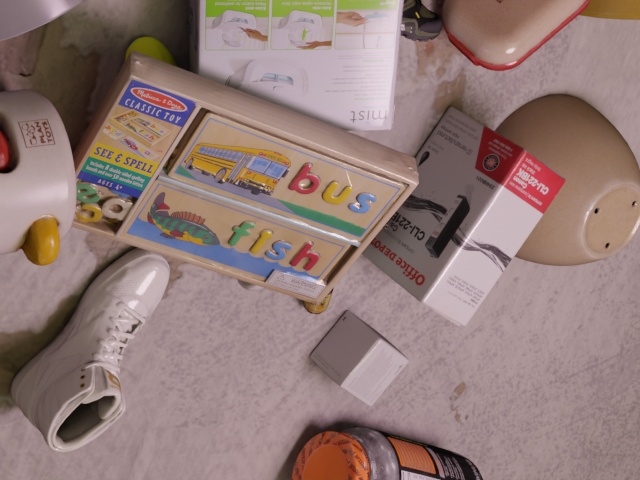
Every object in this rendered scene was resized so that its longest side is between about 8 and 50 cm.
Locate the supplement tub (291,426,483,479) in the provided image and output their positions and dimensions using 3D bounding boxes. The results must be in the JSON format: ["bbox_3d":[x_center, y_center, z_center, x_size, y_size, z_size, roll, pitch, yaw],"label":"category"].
[{"bbox_3d":[0.115,0.423,2.146,0.316,0.193,0.193,22,102,-39],"label":"supplement tub"}]

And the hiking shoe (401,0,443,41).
[{"bbox_3d":[0.101,-0.355,1.763,0.227,0.086,0.114,21,106,-39],"label":"hiking shoe"}]

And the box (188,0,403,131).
[{"bbox_3d":[-0.035,-0.262,1.649,0.262,0.126,0.231,-3,119,-12],"label":"box"}]

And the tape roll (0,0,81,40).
[{"bbox_3d":[-0.344,-0.304,1.403,0.219,0.219,0.072,-33,129,-14],"label":"tape roll"}]

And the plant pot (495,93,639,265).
[{"bbox_3d":[0.410,-0.071,2.066,0.284,0.191,0.284,-16,123,-26],"label":"plant pot"}]

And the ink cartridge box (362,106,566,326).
[{"bbox_3d":[0.207,-0.037,1.943,0.114,0.197,0.272,28,97,-39],"label":"ink cartridge box"}]

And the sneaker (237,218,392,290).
[{"bbox_3d":[0.001,0.000,1.894,0.256,0.094,0.151,-47,134,-1],"label":"sneaker"}]

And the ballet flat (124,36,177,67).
[{"bbox_3d":[-0.200,-0.153,1.680,0.077,0.077,0.231,-21,125,-22],"label":"ballet flat"}]

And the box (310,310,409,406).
[{"bbox_3d":[0.062,0.187,2.036,0.102,0.101,0.087,-50,131,0],"label":"box"}]

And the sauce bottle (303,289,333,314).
[{"bbox_3d":[-0.001,0.070,1.929,0.042,0.042,0.128,-27,158,-19],"label":"sauce bottle"}]

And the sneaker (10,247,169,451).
[{"bbox_3d":[-0.283,0.155,1.742,0.292,0.169,0.108,-50,130,-1],"label":"sneaker"}]

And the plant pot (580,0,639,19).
[{"bbox_3d":[0.492,-0.441,1.912,0.212,0.187,0.212,-22,126,-22],"label":"plant pot"}]

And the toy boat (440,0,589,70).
[{"bbox_3d":[0.291,-0.337,1.890,0.231,0.151,0.151,-40,161,-8],"label":"toy boat"}]

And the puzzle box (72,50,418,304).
[{"bbox_3d":[-0.112,-0.068,1.663,0.409,0.052,0.272,18,131,-23],"label":"puzzle box"}]

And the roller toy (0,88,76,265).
[{"bbox_3d":[-0.375,-0.080,1.524,0.146,0.209,0.191,-11,115,-30],"label":"roller toy"}]
